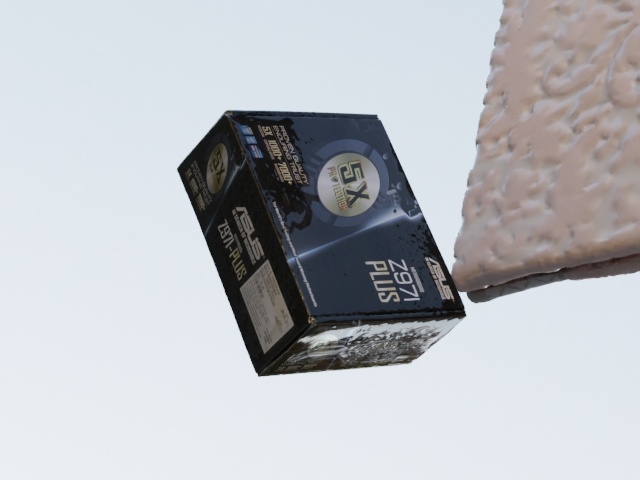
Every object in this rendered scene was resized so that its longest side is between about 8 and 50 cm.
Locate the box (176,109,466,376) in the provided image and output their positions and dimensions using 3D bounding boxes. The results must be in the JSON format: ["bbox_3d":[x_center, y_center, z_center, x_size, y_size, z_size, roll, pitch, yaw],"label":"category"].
[{"bbox_3d":[0.000,0.000,1.352,0.077,0.147,0.180,-45,-123,41],"label":"box"}]

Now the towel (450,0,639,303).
[{"bbox_3d":[0.262,-0.114,1.456,0.317,0.331,0.053,-14,-42,37],"label":"towel"}]
